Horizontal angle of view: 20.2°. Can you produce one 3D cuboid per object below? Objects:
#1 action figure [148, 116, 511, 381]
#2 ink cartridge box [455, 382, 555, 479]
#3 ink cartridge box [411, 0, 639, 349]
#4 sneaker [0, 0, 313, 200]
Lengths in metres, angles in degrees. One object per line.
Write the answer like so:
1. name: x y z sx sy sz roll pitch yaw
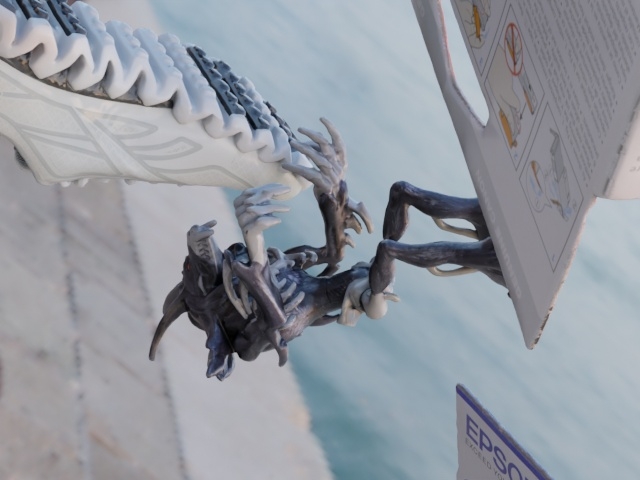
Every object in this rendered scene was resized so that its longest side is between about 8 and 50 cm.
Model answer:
1. action figure: 0.000 0.000 1.180 0.164 0.275 0.141 -71 145 -59
2. ink cartridge box: 0.177 0.264 0.971 0.303 0.072 0.307 46 -34 43
3. ink cartridge box: 0.097 -0.130 0.733 0.239 0.060 0.275 100 -21 -56
4. sneaker: -0.135 -0.083 1.218 0.292 0.118 0.110 23 21 -32
